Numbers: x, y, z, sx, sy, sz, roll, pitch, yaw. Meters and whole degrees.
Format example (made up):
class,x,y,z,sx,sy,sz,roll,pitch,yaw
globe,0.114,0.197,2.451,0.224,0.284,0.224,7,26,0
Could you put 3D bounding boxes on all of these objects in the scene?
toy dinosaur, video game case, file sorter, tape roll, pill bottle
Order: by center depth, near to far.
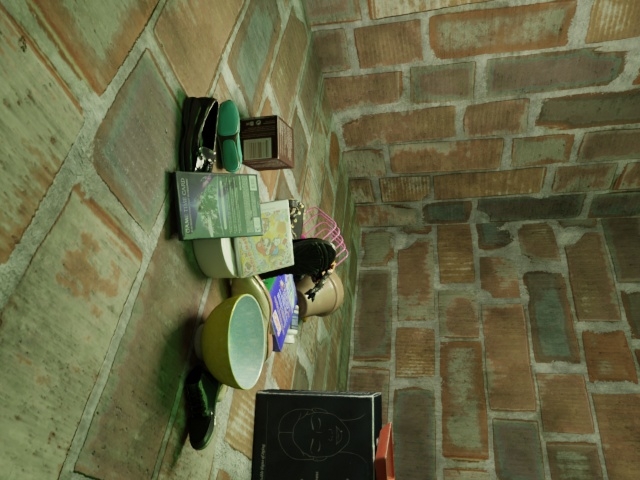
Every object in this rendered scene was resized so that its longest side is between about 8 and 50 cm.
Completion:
class,x,y,z,sx,sy,sz,roll,pitch,yaw
video game case,-0.298,-0.104,1.471,0.274,0.026,0.196,-4,87,-40
video game case,-0.185,-0.009,1.610,0.206,0.026,0.227,-13,105,-35
tape roll,-0.310,-0.019,1.624,0.286,0.100,0.286,-2,90,-75
toy dinosaur,-0.015,0.126,2.173,0.218,0.164,0.322,-43,165,-20
pill bottle,-0.149,0.375,2.225,0.094,0.094,0.169,47,43,-69
file sorter,0.000,0.000,2.499,0.182,0.202,0.290,-41,146,-11

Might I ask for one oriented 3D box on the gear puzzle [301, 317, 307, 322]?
class,x,y,z,sx,sy,sz,roll,pitch,yaw
gear puzzle,-0.078,0.278,2.631,0.175,0.044,0.339,53,36,-55

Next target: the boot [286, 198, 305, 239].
class,x,y,z,sx,sy,sz,roll,pitch,yaw
boot,-0.150,-0.062,2.187,0.377,0.138,0.284,73,21,-57

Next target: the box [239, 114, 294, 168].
class,x,y,z,sx,sy,sz,roll,pitch,yaw
box,-0.210,-0.373,1.929,0.203,0.168,0.167,9,78,-76

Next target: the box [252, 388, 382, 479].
class,x,y,z,sx,sy,sz,roll,pitch,yaw
box,-0.001,0.846,1.972,0.297,0.472,0.480,48,42,-71

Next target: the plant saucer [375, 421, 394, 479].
class,x,y,z,sx,sy,sz,roll,pitch,yaw
plant saucer,0.245,0.868,1.884,0.259,0.048,0.258,-39,125,-75

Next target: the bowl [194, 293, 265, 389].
class,x,y,z,sx,sy,sz,roll,pitch,yaw
bowl,-0.291,0.310,1.522,0.289,0.156,0.289,-4,90,-76

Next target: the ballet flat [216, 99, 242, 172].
class,x,y,z,sx,sy,sz,roll,pitch,yaw
ballet flat,-0.318,-0.356,1.715,0.087,0.083,0.247,-149,-125,-78

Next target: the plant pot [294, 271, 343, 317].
class,x,y,z,sx,sy,sz,roll,pitch,yaw
plant pot,-0.053,0.262,2.367,0.229,0.263,0.263,-21,110,-55

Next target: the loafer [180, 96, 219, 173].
class,x,y,z,sx,sy,sz,roll,pitch,yaw
loafer,-0.354,-0.286,1.484,0.109,0.095,0.302,16,72,-74

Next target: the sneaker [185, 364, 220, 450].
class,x,y,z,sx,sy,sz,roll,pitch,yaw
sneaker,-0.357,0.479,1.430,0.118,0.083,0.222,65,17,-46

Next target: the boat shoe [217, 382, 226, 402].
class,x,y,z,sx,sy,sz,roll,pitch,yaw
boat shoe,-0.322,0.427,1.585,0.059,0.063,0.170,74,20,-62

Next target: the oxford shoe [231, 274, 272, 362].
class,x,y,z,sx,sy,sz,roll,pitch,yaw
oxford shoe,-0.251,0.291,1.744,0.146,0.140,0.397,-53,138,-61

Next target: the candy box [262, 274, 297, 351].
class,x,y,z,sx,sy,sz,roll,pitch,yaw
candy box,-0.198,0.241,1.992,0.317,0.122,0.268,-73,157,-56

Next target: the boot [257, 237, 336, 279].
class,x,y,z,sx,sy,sz,roll,pitch,yaw
boot,-0.115,0.003,1.830,0.260,0.348,0.131,-89,169,-54
